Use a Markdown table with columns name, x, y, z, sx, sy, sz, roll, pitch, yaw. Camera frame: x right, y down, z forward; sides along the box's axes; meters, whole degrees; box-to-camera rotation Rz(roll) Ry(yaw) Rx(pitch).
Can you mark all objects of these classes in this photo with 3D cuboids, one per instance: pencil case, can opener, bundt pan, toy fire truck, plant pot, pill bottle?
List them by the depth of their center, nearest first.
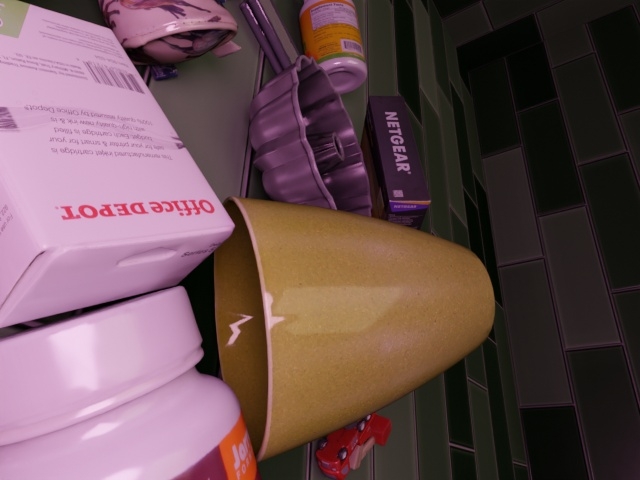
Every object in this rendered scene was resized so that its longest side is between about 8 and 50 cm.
| name | x | y | z | sx | sy | sz | roll | pitch | yaw |
| --- | --- | --- | --- | --- | --- | --- | --- | --- | --- |
| pill bottle | -0.152 | 0.252 | 0.400 | 0.224 | 0.223 | 0.393 | -18 | 92 | -60 |
| plant pot | 0.043 | 0.083 | 0.567 | 0.293 | 0.275 | 0.275 | -3 | 76 | -22 |
| pencil case | -0.244 | -0.437 | 0.632 | 0.183 | 0.159 | 0.411 | -31 | 104 | -69 |
| toy fire truck | 0.064 | 0.362 | 0.866 | 0.192 | 0.047 | 0.135 | -42 | 133 | -45 |
| bundt pan | -0.020 | -0.151 | 0.873 | 0.331 | 0.124 | 0.331 | 50 | 31 | -45 |
| can opener | -0.133 | -0.441 | 0.923 | 0.093 | 0.074 | 0.280 | -44 | 118 | -18 |
| pill bottle | 0.024 | -0.478 | 1.113 | 0.136 | 0.136 | 0.246 | 11 | 67 | -57 |

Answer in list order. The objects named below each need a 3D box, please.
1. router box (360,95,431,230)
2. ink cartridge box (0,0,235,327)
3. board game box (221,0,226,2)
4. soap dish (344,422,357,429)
| name | x | y | z | sx | sy | sz | roll | pitch | yaw |
| --- | --- | --- | --- | --- | --- | --- | --- | --- | --- |
| router box | 0.140 | -0.116 | 1.026 | 0.243 | 0.080 | 0.309 | 97 | -8 | -52 |
| ink cartridge box | -0.235 | -0.080 | 0.438 | 0.273 | 0.114 | 0.198 | 56 | 28 | 12 |
| board game box | -0.179 | -0.484 | 0.722 | 0.035 | 0.201 | 0.136 | -21 | 79 | -19 |
| soap dish | 0.045 | 0.146 | 0.775 | 0.291 | 0.228 | 0.118 | 59 | -7 | -26 |
